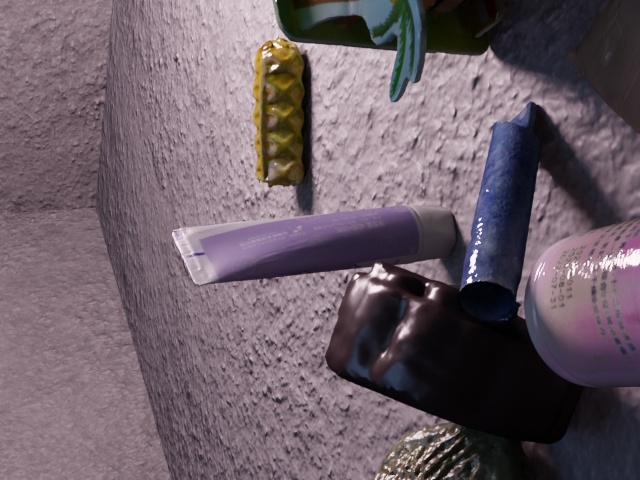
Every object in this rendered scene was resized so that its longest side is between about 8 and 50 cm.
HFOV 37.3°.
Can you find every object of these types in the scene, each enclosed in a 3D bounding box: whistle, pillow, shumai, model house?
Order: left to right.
[{"bbox_3d":[0.148,-0.300,0.982,0.324,0.300,0.340,-32,65,54],"label":"model house"},{"bbox_3d":[0.183,0.356,1.188,0.225,0.222,0.260,8,69,47],"label":"shumai"},{"bbox_3d":[0.198,-0.042,1.011,0.062,0.062,0.304,111,180,-46],"label":"whistle"},{"bbox_3d":[0.323,-0.214,0.830,0.173,0.067,0.270,60,147,34],"label":"pillow"}]

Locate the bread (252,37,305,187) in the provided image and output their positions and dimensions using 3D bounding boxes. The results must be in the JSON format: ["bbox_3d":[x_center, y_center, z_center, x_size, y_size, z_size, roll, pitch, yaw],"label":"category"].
[{"bbox_3d":[-0.075,-0.232,1.731,0.098,0.087,0.269,-152,60,-67],"label":"bread"}]

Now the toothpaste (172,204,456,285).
[{"bbox_3d":[0.000,0.000,1.241,0.125,0.371,0.080,-125,38,-49],"label":"toothpaste"}]

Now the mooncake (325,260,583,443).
[{"bbox_3d":[0.151,0.122,1.057,0.283,0.283,0.141,20,89,65],"label":"mooncake"}]

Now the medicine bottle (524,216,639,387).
[{"bbox_3d":[0.308,0.049,0.814,0.254,0.152,0.152,159,104,-66],"label":"medicine bottle"}]
